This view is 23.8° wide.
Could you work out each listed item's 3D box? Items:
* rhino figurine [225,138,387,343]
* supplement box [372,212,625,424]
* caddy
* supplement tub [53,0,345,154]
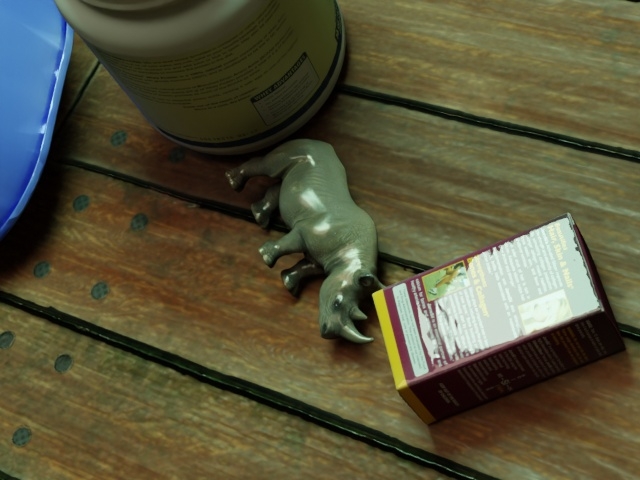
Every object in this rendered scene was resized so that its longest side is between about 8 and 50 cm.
[{"bbox_3d":[0.000,0.000,1.426,0.106,0.073,0.243,-32,54,9],"label":"rhino figurine"},{"bbox_3d":[0.152,0.069,1.305,0.188,0.081,0.104,-22,54,13],"label":"supplement box"},{"bbox_3d":[-0.380,-0.138,1.628,0.241,0.179,0.341,-13,60,43],"label":"caddy"},{"bbox_3d":[-0.121,-0.244,1.448,0.235,0.325,0.235,-5,68,13],"label":"supplement tub"}]
